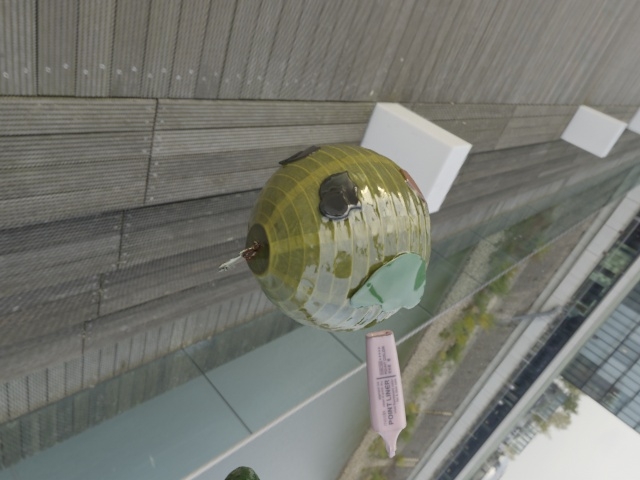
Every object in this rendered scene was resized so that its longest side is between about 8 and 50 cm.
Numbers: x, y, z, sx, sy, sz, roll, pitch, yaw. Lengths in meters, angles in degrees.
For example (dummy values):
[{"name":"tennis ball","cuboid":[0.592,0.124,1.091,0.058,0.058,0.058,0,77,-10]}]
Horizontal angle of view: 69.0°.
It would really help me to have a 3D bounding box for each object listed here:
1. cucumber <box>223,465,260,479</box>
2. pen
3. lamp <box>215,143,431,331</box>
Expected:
[{"name":"cucumber","cuboid":[-0.127,0.380,0.730,0.067,0.035,0.107,-7,-178,-8]},{"name":"pen","cuboid":[0.097,0.233,0.695,0.053,0.032,0.197,-9,98,-7]},{"name":"lamp","cuboid":[0.000,0.000,0.602,0.285,0.250,0.250,-9,132,-32]}]
